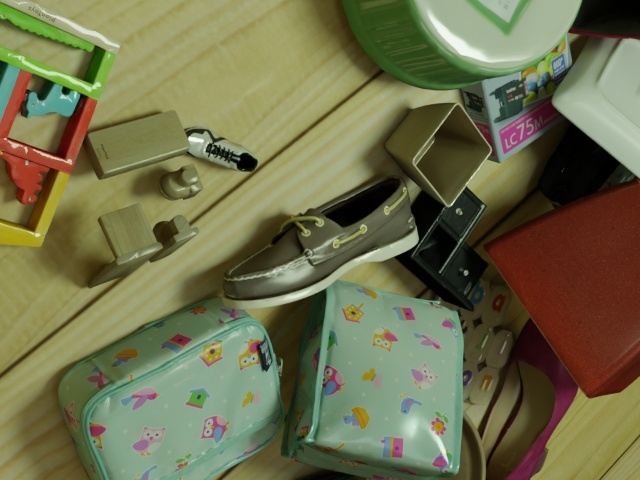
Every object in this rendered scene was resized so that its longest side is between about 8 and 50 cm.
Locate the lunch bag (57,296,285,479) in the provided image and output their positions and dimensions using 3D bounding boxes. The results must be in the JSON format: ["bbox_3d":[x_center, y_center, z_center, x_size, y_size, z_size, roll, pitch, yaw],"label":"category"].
[{"bbox_3d":[-0.175,0.216,1.167,0.279,0.108,0.224,-26,120,-27],"label":"lunch bag"}]

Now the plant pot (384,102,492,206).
[{"bbox_3d":[0.157,-0.130,1.290,0.109,0.096,0.109,-53,129,-10],"label":"plant pot"}]

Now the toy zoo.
[{"bbox_3d":[-0.352,-0.113,0.964,0.192,0.030,0.293,19,95,-39],"label":"toy zoo"}]

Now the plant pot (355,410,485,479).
[{"bbox_3d":[0.134,0.357,1.402,0.237,0.110,0.237,4,83,-34],"label":"plant pot"}]

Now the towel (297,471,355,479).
[{"bbox_3d":[-0.028,0.537,1.445,0.271,0.040,0.370,-5,111,-35],"label":"towel"}]

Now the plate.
[{"bbox_3d":[0.509,-0.203,1.394,0.277,0.045,0.278,39,49,-1],"label":"plate"}]

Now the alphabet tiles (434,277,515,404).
[{"bbox_3d":[0.210,0.189,1.498,0.284,0.021,0.278,19,96,-39],"label":"alphabet tiles"}]

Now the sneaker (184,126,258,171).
[{"bbox_3d":[-0.123,-0.112,1.126,0.109,0.044,0.040,14,100,-37],"label":"sneaker"}]

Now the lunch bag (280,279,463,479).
[{"bbox_3d":[0.079,0.189,1.263,0.223,0.160,0.262,14,61,-10],"label":"lunch bag"}]

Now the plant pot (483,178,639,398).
[{"bbox_3d":[0.448,0.058,1.369,0.236,0.267,0.267,-38,158,18],"label":"plant pot"}]

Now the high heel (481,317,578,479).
[{"bbox_3d":[0.340,0.302,1.561,0.181,0.127,0.377,-23,123,-40],"label":"high heel"}]

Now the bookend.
[{"bbox_3d":[0.204,-0.002,1.373,0.157,0.072,0.156,41,79,-31],"label":"bookend"}]

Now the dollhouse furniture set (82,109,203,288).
[{"bbox_3d":[-0.225,-0.048,1.083,0.144,0.123,0.151,-22,86,-33],"label":"dollhouse furniture set"}]

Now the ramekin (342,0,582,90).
[{"bbox_3d":[0.189,-0.344,1.151,0.303,0.148,0.303,-4,99,-23],"label":"ramekin"}]

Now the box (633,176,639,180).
[{"bbox_3d":[0.671,-0.209,1.616,0.191,0.143,0.381,39,84,-39],"label":"box"}]

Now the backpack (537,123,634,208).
[{"bbox_3d":[0.445,-0.120,1.483,0.115,0.152,0.182,32,93,-44],"label":"backpack"}]

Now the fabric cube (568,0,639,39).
[{"bbox_3d":[0.542,-0.449,1.353,0.258,0.259,0.254,-22,118,-31],"label":"fabric cube"}]

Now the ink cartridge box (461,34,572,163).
[{"bbox_3d":[0.284,-0.292,1.349,0.186,0.065,0.311,-34,122,-22],"label":"ink cartridge box"}]

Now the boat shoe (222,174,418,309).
[{"bbox_3d":[0.000,0.000,1.216,0.324,0.116,0.096,-22,114,-33],"label":"boat shoe"}]
